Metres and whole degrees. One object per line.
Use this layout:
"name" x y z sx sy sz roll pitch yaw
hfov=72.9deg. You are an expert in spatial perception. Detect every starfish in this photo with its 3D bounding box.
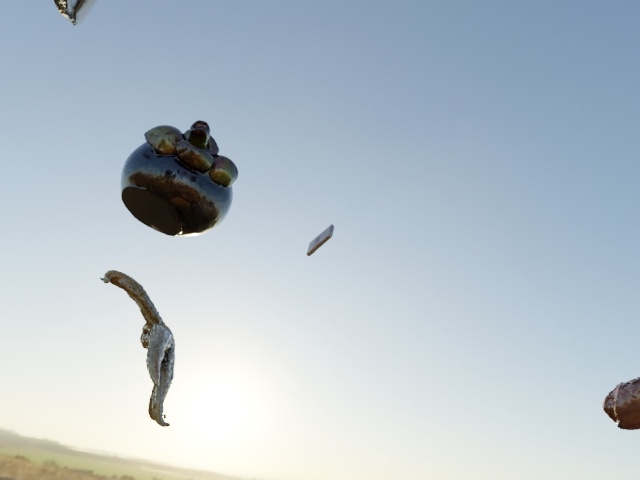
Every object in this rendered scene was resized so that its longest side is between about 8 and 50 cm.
"starfish" -0.342 0.208 0.871 0.094 0.327 0.375 -19 -3 -24

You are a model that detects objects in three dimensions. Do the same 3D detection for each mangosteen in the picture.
"mangosteen" -0.339 -0.148 1.049 0.287 0.233 0.288 22 -42 22

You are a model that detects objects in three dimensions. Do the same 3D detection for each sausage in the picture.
"sausage" 0.556 0.202 0.604 0.304 0.078 0.078 -32 -47 34

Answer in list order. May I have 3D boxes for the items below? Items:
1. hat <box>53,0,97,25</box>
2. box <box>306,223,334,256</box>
"hat" -0.304 -0.430 0.605 0.161 0.232 0.275 1 -30 -45
"box" 0.000 0.000 1.015 0.012 0.046 0.083 37 -56 -17
